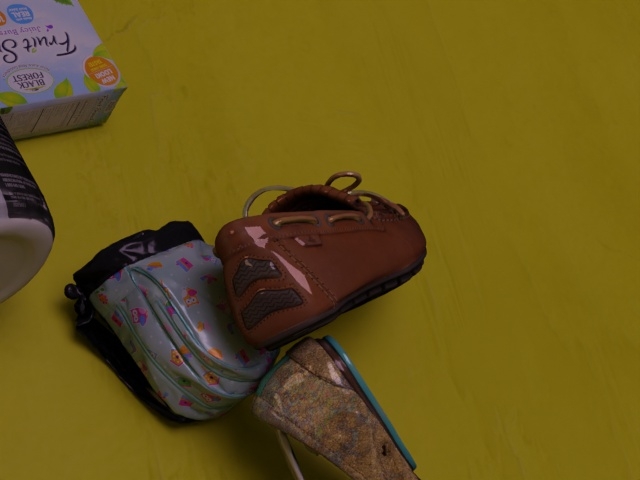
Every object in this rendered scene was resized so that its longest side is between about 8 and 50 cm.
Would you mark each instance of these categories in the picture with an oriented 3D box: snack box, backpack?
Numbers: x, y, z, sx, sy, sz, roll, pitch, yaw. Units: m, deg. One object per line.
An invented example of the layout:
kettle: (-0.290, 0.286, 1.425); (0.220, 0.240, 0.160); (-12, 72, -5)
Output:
snack box: (-0.321, -0.184, 1.558); (0.207, 0.070, 0.174); (-15, 66, -39)
backpack: (-0.126, 0.076, 1.458); (0.152, 0.115, 0.182); (-23, 75, -46)

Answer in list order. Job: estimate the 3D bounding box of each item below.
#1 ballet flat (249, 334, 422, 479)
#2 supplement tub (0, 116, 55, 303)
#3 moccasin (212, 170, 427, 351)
ballet flat: (0.059, 0.243, 1.446); (0.348, 0.123, 0.123); (52, 42, -14)
supplement tub: (-0.384, -0.097, 1.350); (0.207, 0.207, 0.338); (-15, 65, -40)
moccasin: (-0.003, 0.001, 1.515); (0.147, 0.139, 0.380); (64, 26, 2)
